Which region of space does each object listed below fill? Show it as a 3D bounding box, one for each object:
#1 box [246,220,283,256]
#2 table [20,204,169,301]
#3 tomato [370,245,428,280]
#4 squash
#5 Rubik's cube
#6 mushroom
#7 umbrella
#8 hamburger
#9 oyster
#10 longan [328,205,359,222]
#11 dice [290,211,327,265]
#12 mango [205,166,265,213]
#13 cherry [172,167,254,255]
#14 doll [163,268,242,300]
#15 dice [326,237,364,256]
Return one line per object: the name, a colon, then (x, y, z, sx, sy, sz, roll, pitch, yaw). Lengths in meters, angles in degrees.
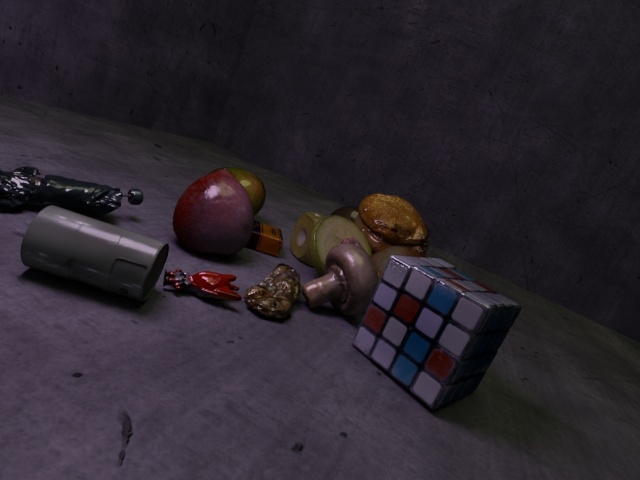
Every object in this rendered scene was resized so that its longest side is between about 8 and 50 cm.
box: (-0.254, -0.028, 1.411, 0.237, 0.070, 0.152, 17, 14, -14)
table: (-0.425, 0.027, 0.780, 0.219, 0.127, 0.126, 21, 13, -10)
tomato: (0.257, 0.132, 1.263, 0.270, 0.223, 0.270, 24, 12, -6)
squash: (0.071, 0.032, 1.360, 0.252, 0.252, 0.049, 14, -24, -32)
Rubik's cube: (0.276, 0.201, 0.966, 0.253, 0.256, 0.258, 32, 16, 37)
mushroom: (0.056, 0.108, 1.125, 0.209, 0.207, 0.206, 2, 12, 5)
umbrella: (-0.646, -0.118, 1.052, 0.348, 0.094, 0.143, 0, 44, -45)
hamburger: (0.275, -0.041, 1.534, 0.289, 0.170, 0.314, 8, 33, -16)
oyster: (-0.114, 0.116, 1.084, 0.128, 0.079, 0.345, 15, 16, 3)
longan: (0.131, -0.040, 1.752, 0.248, 0.248, 0.248, 21, 13, -5)
dice: (0.000, 0.000, 1.494, 0.169, 0.166, 0.169, 14, 16, -30)
mango: (-0.356, -0.198, 1.638, 0.225, 0.201, 0.382, -12, 19, -28)
cherry: (-0.297, -0.076, 1.169, 0.239, 0.239, 0.206, 15, 23, -30)
doll: (-0.267, 0.095, 0.919, 0.169, 0.057, 0.109, 17, 16, -25)
dice: (0.082, 0.054, 1.265, 0.091, 0.094, 0.093, 54, 41, -8)
